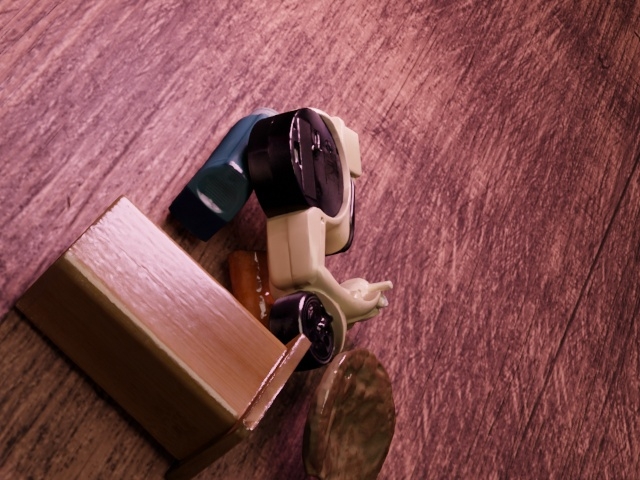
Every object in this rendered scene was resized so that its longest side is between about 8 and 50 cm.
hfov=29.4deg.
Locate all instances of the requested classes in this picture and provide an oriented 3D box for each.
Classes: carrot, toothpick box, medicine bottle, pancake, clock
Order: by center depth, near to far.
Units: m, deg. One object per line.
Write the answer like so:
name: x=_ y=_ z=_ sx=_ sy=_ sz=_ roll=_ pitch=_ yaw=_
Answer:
toothpick box: x=-0.201 y=0.116 z=1.516 sx=0.308 sy=0.190 sz=0.187 roll=44 pitch=45 yaw=-8
pancake: x=0.038 y=0.259 z=1.671 sx=0.236 sy=0.042 sz=0.222 roll=38 pitch=64 yaw=-55
carrot: x=-0.082 y=0.111 z=1.705 sx=0.072 sy=0.072 sz=0.205 roll=3 pitch=71 yaw=-42
clock: x=0.000 y=0.000 z=1.732 sx=0.276 sy=0.120 sz=0.378 roll=17 pitch=66 yaw=-62
medicine bottle: x=-0.123 y=-0.108 z=1.771 sx=0.079 sy=0.124 sz=0.258 roll=41 pitch=33 yaw=-9
